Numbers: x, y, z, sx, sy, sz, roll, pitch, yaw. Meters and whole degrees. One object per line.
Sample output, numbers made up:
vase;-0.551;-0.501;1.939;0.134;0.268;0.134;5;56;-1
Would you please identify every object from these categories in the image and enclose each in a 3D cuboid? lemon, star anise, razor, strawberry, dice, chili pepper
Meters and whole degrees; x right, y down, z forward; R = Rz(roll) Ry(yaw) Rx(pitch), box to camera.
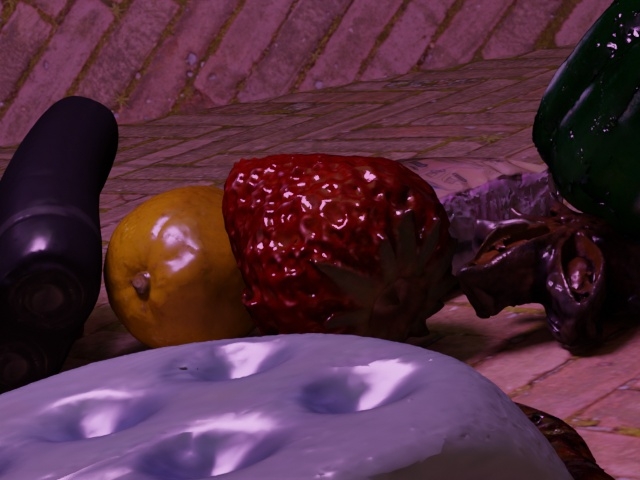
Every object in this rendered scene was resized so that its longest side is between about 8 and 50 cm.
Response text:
lemon;-0.122;0.027;1.854;0.170;0.170;0.207;-5;10;22
star anise;0.240;0.031;1.715;0.220;0.099;0.214;10;32;9
razor;-0.278;-0.001;1.882;0.113;0.204;0.349;20;28;-13
strawberry;0.000;0.000;1.731;0.205;0.205;0.244;-18;37;-32
dice;-0.043;0.198;0.804;0.268;0.262;0.264;-18;15;-33
chili pepper;0.332;-0.122;1.675;0.248;0.256;0.233;3;39;-41

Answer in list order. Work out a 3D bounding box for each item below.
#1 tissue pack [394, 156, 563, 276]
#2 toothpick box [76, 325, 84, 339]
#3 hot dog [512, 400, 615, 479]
tissue pack;0.093;-0.023;2.010;0.215;0.123;0.257;-17;15;-37
toothpick box;-0.289;0.092;1.964;0.083;0.047;0.047;-21;16;-40
hot dog;0.112;0.144;1.267;0.162;0.082;0.270;17;3;-15
